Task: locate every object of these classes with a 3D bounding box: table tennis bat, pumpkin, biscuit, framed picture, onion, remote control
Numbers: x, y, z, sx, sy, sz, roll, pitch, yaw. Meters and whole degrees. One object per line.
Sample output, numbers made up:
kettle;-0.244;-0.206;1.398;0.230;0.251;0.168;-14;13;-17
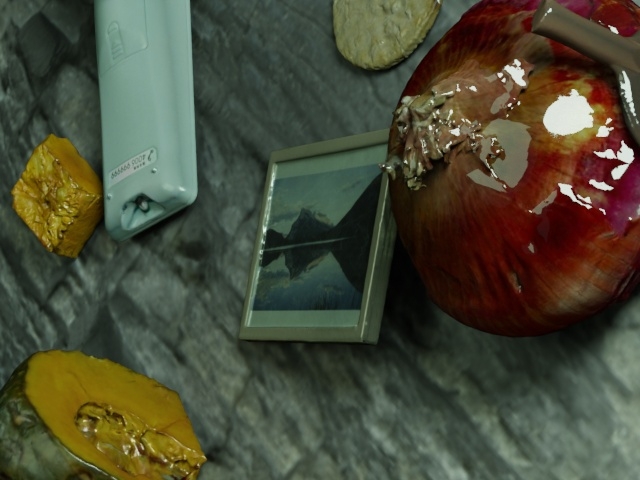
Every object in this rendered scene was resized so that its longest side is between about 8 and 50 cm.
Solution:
table tennis bat;0.213;-0.106;1.065;0.119;0.170;0.107;138;155;-71
pumpkin;-0.133;0.207;1.427;0.280;0.190;0.139;33;105;4
biscuit;0.050;-0.182;1.410;0.120;0.015;0.120;-19;64;43
framed picture;0.000;0.000;1.362;0.203;0.015;0.150;-3;75;63
onion;0.118;-0.062;1.183;0.230;0.163;0.230;-27;50;37
pumpkin;-0.220;-0.037;1.629;0.083;0.054;0.074;48;118;22
remote control;-0.153;-0.149;1.596;0.103;0.051;0.293;-27;59;39
